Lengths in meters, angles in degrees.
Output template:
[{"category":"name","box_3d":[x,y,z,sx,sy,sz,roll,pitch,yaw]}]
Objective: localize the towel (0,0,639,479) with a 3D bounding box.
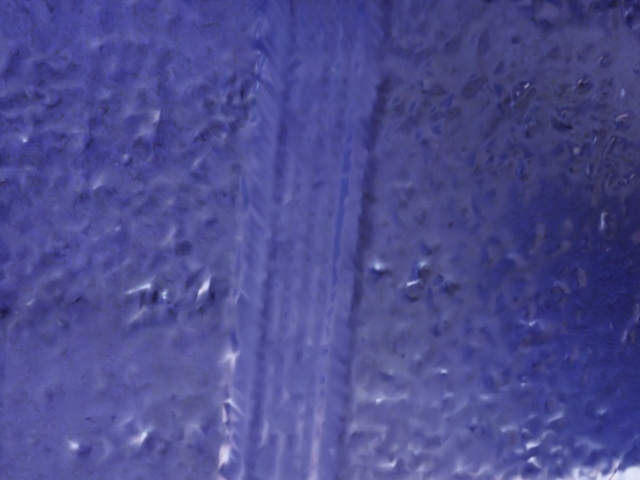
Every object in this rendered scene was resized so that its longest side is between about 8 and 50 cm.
[{"category":"towel","box_3d":[0.000,0.000,0.580,0.076,0.308,0.228,-143,56,-64]}]
